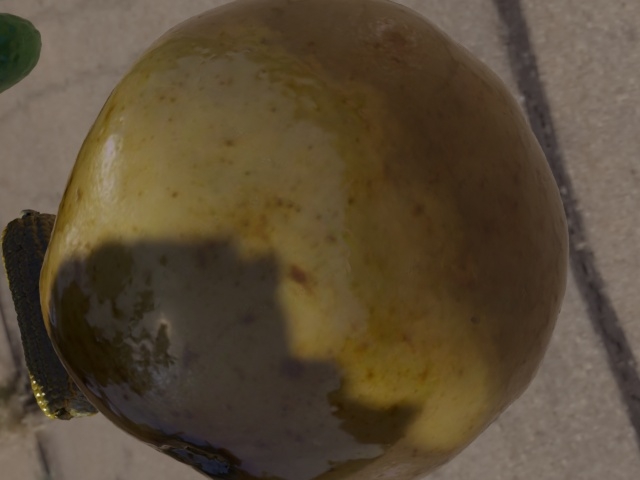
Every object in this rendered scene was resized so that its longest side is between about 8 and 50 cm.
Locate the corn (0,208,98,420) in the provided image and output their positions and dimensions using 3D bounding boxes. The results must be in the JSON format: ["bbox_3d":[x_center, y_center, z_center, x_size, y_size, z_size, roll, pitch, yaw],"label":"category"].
[{"bbox_3d":[-0.229,0.060,1.052,0.068,0.068,0.207,-58,45,49],"label":"corn"}]

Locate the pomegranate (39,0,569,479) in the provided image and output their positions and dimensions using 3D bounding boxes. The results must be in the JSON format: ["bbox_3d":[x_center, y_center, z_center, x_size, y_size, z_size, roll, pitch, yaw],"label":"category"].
[{"bbox_3d":[-0.012,0.009,0.695,0.307,0.307,0.307,27,124,49],"label":"pomegranate"}]

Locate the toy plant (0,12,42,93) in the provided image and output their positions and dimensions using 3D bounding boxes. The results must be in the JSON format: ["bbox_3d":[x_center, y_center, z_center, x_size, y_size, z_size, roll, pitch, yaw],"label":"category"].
[{"bbox_3d":[-0.499,-0.120,1.293,0.317,0.356,0.210,3,148,35],"label":"toy plant"}]
